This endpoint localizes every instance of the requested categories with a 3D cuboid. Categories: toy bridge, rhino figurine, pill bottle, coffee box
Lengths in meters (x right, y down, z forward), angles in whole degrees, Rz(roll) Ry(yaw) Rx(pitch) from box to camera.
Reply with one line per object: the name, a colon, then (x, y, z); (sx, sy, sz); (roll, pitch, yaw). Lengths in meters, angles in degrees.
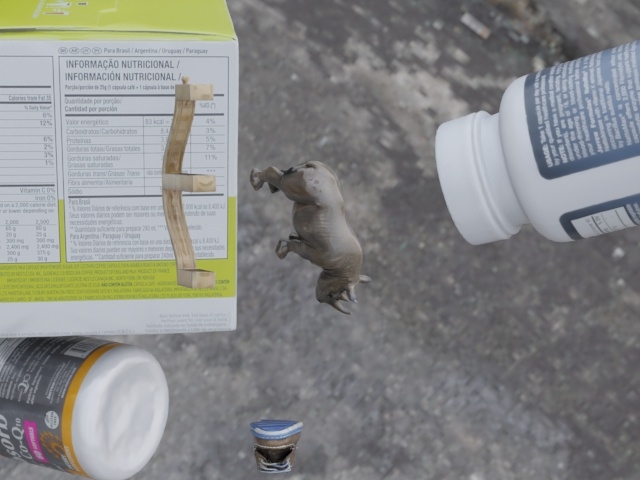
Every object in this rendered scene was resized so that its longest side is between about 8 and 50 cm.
toy bridge: (-0.120, -0.053, 1.196); (0.026, 0.188, 0.063); (-4, 7, -34)
rhino figurine: (0.000, 0.000, 1.716); (0.073, 0.106, 0.243); (-59, 136, -50)
pill bottle: (0.167, -0.058, 0.810); (0.108, 0.180, 0.108); (47, 35, -49)
pill bottle: (-0.333, 0.186, 1.590); (0.278, 0.162, 0.162); (6, 20, 30)
coffee box: (-0.269, -0.105, 1.525); (0.338, 0.334, 0.337); (-1, 19, -7)

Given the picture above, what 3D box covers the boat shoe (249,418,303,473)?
boat shoe: (-0.054, 0.261, 1.688); (0.066, 0.183, 0.066); (0, 84, 2)
